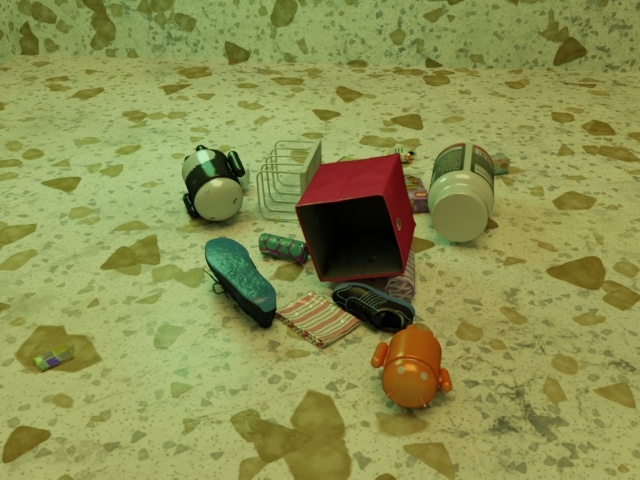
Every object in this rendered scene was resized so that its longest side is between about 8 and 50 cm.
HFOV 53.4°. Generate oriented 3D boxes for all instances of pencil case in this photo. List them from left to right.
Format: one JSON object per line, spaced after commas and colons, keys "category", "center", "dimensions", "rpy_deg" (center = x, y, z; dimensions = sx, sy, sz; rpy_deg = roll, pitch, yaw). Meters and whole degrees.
{"category": "pencil case", "center": [-0.111, 0.024, 1.917], "dimensions": [0.151, 0.065, 0.070], "rpy_deg": [12, 49, 16]}
{"category": "pencil case", "center": [0.224, 0.092, 1.799], "dimensions": [0.088, 0.086, 0.206], "rpy_deg": [-26, 23, 23]}

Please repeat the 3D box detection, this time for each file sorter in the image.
{"category": "file sorter", "center": [-0.101, -0.209, 2.174], "dimensions": [0.173, 0.193, 0.278], "rpy_deg": [4, 32, 10]}

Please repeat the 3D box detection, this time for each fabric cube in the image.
{"category": "fabric cube", "center": [0.111, -0.066, 1.790], "dimensions": [0.258, 0.254, 0.258], "rpy_deg": [-6, 29, 22]}

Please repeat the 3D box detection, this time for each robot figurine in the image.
{"category": "robot figurine", "center": [-0.361, -0.191, 2.127], "dimensions": [0.173, 0.209, 0.278], "rpy_deg": [-9, 50, -26]}
{"category": "robot figurine", "center": [0.209, 0.287, 1.438], "dimensions": [0.128, 0.158, 0.219], "rpy_deg": [-30, 18, 30]}

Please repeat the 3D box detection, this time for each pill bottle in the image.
{"category": "pill bottle", "center": [-0.351, -0.231, 2.287], "dimensions": [0.184, 0.103, 0.103], "rpy_deg": [6, 32, 10]}
{"category": "pill bottle", "center": [0.460, -0.161, 2.081], "dimensions": [0.210, 0.210, 0.363], "rpy_deg": [7, 33, 11]}

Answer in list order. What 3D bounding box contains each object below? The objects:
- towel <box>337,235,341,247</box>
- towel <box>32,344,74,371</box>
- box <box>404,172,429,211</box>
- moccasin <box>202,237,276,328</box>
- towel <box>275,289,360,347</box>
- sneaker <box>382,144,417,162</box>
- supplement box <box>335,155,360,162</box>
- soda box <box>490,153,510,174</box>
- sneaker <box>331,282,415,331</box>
{"category": "towel", "center": [0.103, 0.022, 1.957], "dimensions": [0.110, 0.027, 0.148], "rpy_deg": [-10, 32, -17]}
{"category": "towel", "center": [-0.648, 0.284, 1.546], "dimensions": [0.083, 0.010, 0.060], "rpy_deg": [-25, 41, -35]}
{"category": "box", "center": [0.221, -0.167, 2.232], "dimensions": [0.293, 0.057, 0.201], "rpy_deg": [-1, 31, -2]}
{"category": "moccasin", "center": [-0.231, 0.116, 1.723], "dimensions": [0.137, 0.117, 0.342], "rpy_deg": [-15, 38, -22]}
{"category": "towel", "center": [-0.012, 0.199, 1.670], "dimensions": [0.144, 0.029, 0.197], "rpy_deg": [-26, 40, -37]}
{"category": "sneaker", "center": [0.312, -0.332, 2.498], "dimensions": [0.161, 0.057, 0.075], "rpy_deg": [-22, 33, -36]}
{"category": "supplement box", "center": [0.105, -0.271, 2.399], "dimensions": [0.083, 0.056, 0.083], "rpy_deg": [17, 36, 26]}
{"category": "soda box", "center": [0.625, -0.282, 2.415], "dimensions": [0.183, 0.063, 0.058], "rpy_deg": [-7, 32, -13]}
{"category": "sneaker", "center": [0.128, 0.176, 1.657], "dimensions": [0.232, 0.082, 0.090], "rpy_deg": [14, 27, 18]}
